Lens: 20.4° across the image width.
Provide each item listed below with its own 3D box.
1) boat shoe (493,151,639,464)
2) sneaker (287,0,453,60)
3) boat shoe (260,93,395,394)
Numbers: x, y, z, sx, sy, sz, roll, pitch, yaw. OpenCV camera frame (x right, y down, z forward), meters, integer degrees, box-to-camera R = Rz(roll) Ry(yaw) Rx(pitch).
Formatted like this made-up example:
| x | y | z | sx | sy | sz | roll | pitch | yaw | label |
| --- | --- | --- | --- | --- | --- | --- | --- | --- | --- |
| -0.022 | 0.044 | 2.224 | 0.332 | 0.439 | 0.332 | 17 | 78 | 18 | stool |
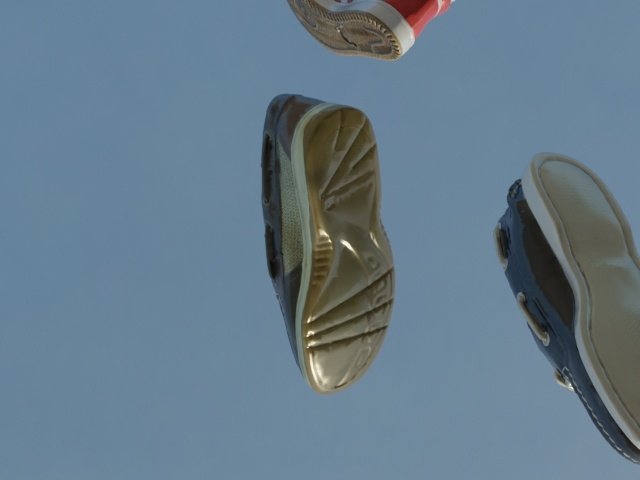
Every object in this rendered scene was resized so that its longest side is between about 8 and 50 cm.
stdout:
| x | y | z | sx | sy | sz | roll | pitch | yaw | label |
| --- | --- | --- | --- | --- | --- | --- | --- | --- | --- |
| 0.088 | 0.027 | 0.584 | 0.046 | 0.038 | 0.125 | 4 | -134 | -29 | boat shoe |
| 0.031 | -0.130 | 0.923 | 0.067 | 0.118 | 0.042 | -44 | -60 | -12 | sneaker |
| -0.001 | 0.000 | 1.218 | 0.080 | 0.224 | 0.073 | -24 | -142 | -29 | boat shoe |
